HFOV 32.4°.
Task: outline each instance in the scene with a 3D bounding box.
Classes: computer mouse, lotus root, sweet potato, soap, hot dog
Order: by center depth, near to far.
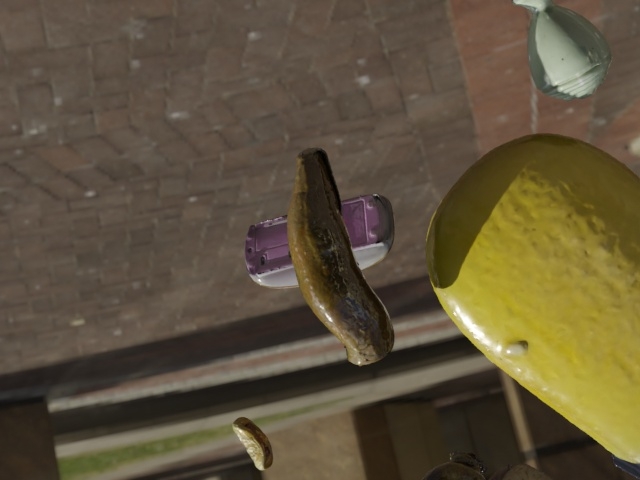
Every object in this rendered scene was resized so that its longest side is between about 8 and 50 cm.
[{"bbox_3d":[0.013,0.023,1.405,0.085,0.286,0.112,-23,176,38],"label":"sweet potato"},{"bbox_3d":[0.341,0.060,1.439,0.306,0.427,0.115,-46,177,9],"label":"soap"},{"bbox_3d":[-0.098,0.308,1.693,0.034,0.090,0.030,-34,176,35],"label":"hot dog"},{"bbox_3d":[0.245,0.490,2.058,0.154,0.154,0.278,-31,-160,50],"label":"lotus root"},{"bbox_3d":[0.000,0.000,2.146,0.310,0.158,0.072,-14,149,17],"label":"computer mouse"},{"bbox_3d":[0.437,0.576,2.405,0.261,0.170,0.074,19,152,-16],"label":"lotus root"}]

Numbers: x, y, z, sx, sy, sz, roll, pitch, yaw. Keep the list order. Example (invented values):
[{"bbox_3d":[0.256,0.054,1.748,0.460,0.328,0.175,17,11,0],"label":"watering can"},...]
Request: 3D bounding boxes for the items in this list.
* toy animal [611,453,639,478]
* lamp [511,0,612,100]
[{"bbox_3d":[0.682,0.465,1.870,0.367,0.206,0.081,18,115,-15],"label":"toy animal"},{"bbox_3d":[0.300,-0.269,1.419,0.106,0.193,0.106,-30,-171,5],"label":"lamp"}]
